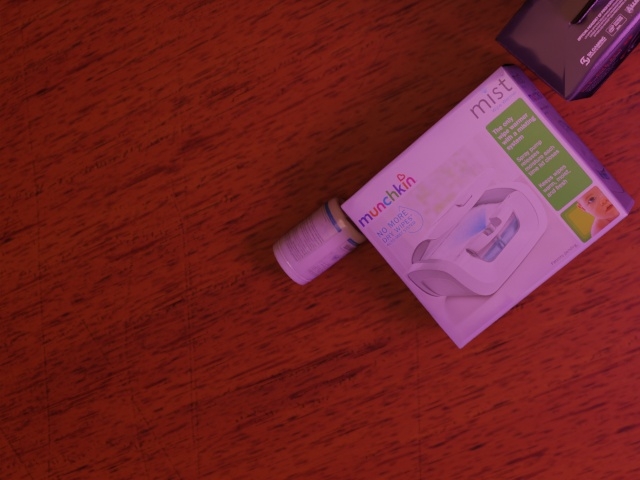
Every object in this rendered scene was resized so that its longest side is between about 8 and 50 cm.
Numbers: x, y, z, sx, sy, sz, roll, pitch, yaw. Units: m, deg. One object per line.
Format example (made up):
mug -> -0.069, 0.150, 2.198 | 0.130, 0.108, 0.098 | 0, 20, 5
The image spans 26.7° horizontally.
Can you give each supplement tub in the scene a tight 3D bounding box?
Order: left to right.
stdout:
supplement tub -> 0.000, 0.000, 1.728 | 0.107, 0.071, 0.071 | -36, 86, 17

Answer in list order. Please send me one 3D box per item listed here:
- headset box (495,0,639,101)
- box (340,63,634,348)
headset box -> 0.315, -0.268, 1.485 | 0.110, 0.293, 0.218 | 42, 105, 8
box -> 0.203, -0.045, 1.636 | 0.262, 0.127, 0.231 | -40, 87, 18
